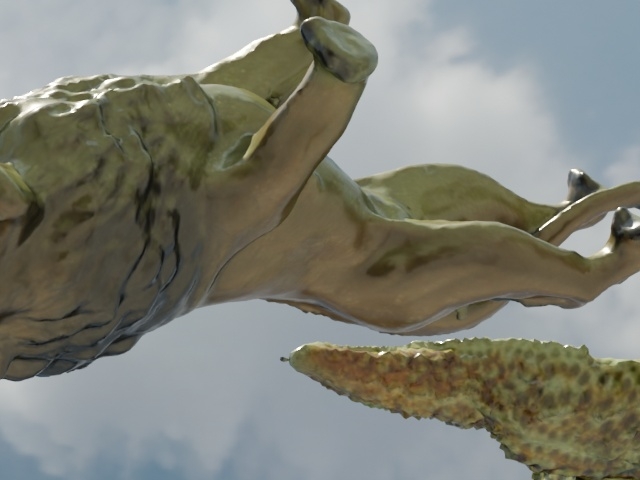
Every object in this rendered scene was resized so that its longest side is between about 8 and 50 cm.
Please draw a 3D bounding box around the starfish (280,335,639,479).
[{"bbox_3d":[0.155,0.063,0.846,0.347,0.358,0.078,-4,-130,-9],"label":"starfish"}]

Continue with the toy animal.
[{"bbox_3d":[0.008,-0.015,0.418,0.220,0.069,0.086,1,-62,-31],"label":"toy animal"}]
